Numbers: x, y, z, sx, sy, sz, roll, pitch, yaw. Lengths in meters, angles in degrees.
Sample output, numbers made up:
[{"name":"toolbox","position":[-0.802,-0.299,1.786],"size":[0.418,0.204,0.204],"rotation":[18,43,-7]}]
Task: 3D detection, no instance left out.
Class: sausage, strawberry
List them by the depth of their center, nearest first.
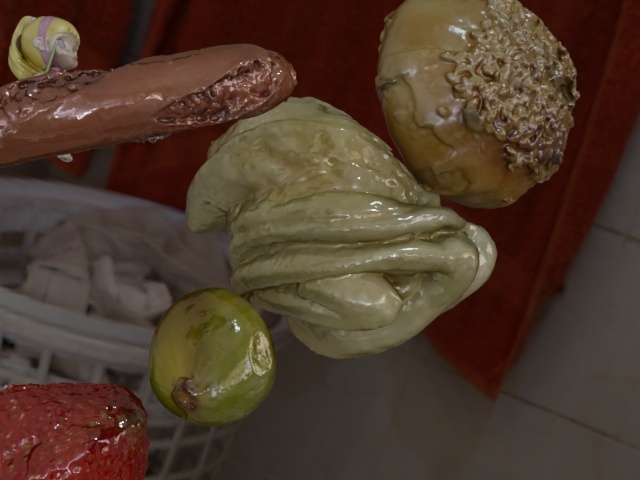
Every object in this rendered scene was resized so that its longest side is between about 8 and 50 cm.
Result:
[{"name":"sausage","position":[-0.172,-0.123,0.958],"size":[0.327,0.079,0.087],"rotation":[-13,6,-15]},{"name":"strawberry","position":[-0.319,0.278,1.289],"size":[0.257,0.277,0.257],"rotation":[38,28,-24]}]

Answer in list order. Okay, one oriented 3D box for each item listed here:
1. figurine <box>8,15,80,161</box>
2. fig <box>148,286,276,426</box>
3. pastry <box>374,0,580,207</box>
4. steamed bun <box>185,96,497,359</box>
[{"name":"figurine","position":[-0.303,-0.173,1.181],"size":[0.083,0.187,0.083],"rotation":[-9,-21,-3]},{"name":"fig","position":[-0.112,0.123,1.111],"size":[0.121,0.136,0.153],"rotation":[13,24,-35]},{"name":"pastry","position":[0.204,-0.183,1.307],"size":[0.184,0.284,0.316],"rotation":[-20,-5,33]},{"name":"steamed bun","position":[0.003,0.000,1.272],"size":[0.372,0.230,0.325],"rotation":[34,-14,10]}]
